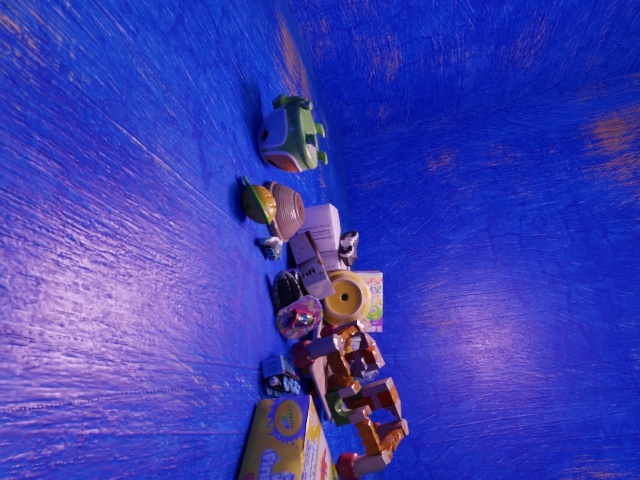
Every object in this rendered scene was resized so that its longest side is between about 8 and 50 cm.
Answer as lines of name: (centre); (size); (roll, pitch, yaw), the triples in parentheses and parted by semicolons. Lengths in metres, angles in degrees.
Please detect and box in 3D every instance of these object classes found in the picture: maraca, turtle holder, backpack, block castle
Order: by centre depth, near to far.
maraca: (-0.198, -0.125, 1.375); (0.185, 0.099, 0.127); (57, -12, 35)
block castle: (0.087, 0.509, 1.474); (0.303, 0.213, 0.453); (-11, 76, -64)
turtle holder: (-0.117, -0.412, 1.672); (0.243, 0.228, 0.320); (-31, 110, -77)
backpack: (0.149, 0.566, 2.147); (0.191, 0.225, 0.253); (-81, 155, -71)

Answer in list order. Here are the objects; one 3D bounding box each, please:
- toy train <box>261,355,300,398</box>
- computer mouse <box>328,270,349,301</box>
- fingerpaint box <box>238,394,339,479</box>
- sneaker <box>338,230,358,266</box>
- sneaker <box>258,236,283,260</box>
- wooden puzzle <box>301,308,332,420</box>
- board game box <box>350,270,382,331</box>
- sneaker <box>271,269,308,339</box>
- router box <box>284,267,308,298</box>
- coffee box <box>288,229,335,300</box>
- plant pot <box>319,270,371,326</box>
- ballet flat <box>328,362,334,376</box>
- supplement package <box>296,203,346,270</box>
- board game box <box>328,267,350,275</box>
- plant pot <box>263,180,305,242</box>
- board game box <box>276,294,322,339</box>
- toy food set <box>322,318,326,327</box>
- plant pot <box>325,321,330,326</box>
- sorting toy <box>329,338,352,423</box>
toy train: (-0.116, 0.414, 1.347); (0.184, 0.080, 0.105); (58, 19, -62)
computer mouse: (0.073, 0.280, 2.071); (0.072, 0.189, 0.272); (130, -50, -79)
fingerpaint box: (-0.076, 0.682, 1.089); (0.445, 0.163, 0.371); (-81, 159, -62)
sneaker: (0.129, 0.040, 1.986); (0.234, 0.078, 0.106); (-69, 150, -60)
sneaker: (-0.162, 0.030, 1.497); (0.166, 0.065, 0.076); (29, 56, -73)
wooden puzzle: (-0.010, 0.499, 1.812); (0.322, 0.081, 0.347); (-80, 162, -58)
board game box: (0.217, 0.286, 2.122); (0.142, 0.144, 0.275); (-131, -140, -89)
sneaker: (-0.113, 0.216, 1.551); (0.106, 0.101, 0.267); (-116, -167, -65)
router box: (-0.090, 0.205, 1.726); (0.179, 0.046, 0.133); (62, 20, -58)
coffee box: (-0.037, 0.102, 1.788); (0.141, 0.098, 0.246); (65, 2, -56)
plant pot: (0.100, 0.251, 1.918); (0.239, 0.254, 0.254); (78, 4, -81)
ballet flat: (0.050, 0.501, 1.808); (0.052, 0.057, 0.168); (51, 16, -16)
supplement package: (0.000, 0.000, 2.014); (0.177, 0.175, 0.292); (21, 60, -76)
board game box: (0.074, 0.210, 2.280); (0.291, 0.141, 0.232); (8, 73, -78)
plant pot: (-0.126, -0.112, 1.669); (0.237, 0.110, 0.237); (-9, 90, -78)
board game box: (-0.063, 0.269, 1.505); (0.033, 0.169, 0.133); (38, -26, 61)
toy food set: (0.011, 0.381, 2.085); (0.132, 0.039, 0.192); (-88, 163, -47)
plant pot: (0.072, 0.439, 2.222); (0.081, 0.083, 0.081); (-36, 115, -78)
sorting toy: (0.092, 0.559, 1.824); (0.229, 0.041, 0.307); (-84, -172, -69)
